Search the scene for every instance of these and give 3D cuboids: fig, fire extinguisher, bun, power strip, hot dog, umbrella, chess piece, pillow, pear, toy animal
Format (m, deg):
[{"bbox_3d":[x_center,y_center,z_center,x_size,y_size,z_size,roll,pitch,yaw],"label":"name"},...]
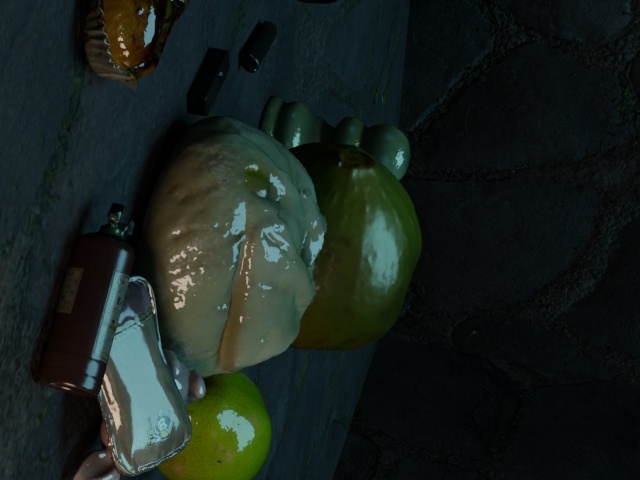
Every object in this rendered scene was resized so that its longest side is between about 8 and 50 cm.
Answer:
[{"bbox_3d":[0.007,-0.001,2.212,0.343,0.343,0.343,11,90,-80],"label":"fig"},{"bbox_3d":[-0.254,0.058,1.577,0.099,0.071,0.231,129,-25,-71],"label":"fire extinguisher"},{"bbox_3d":[-0.110,0.015,1.905,0.365,0.219,0.365,7,90,-78],"label":"bun"},{"bbox_3d":[-0.153,-0.220,1.951,0.038,0.029,0.111,89,15,-48],"label":"power strip"},{"bbox_3d":[-0.186,-0.289,1.544,0.162,0.082,0.270,82,20,-66],"label":"hot dog"},{"bbox_3d":[-0.095,-0.304,2.194,0.133,0.031,0.036,-67,166,-54],"label":"umbrella"},{"bbox_3d":[0.028,-0.154,2.404,0.144,0.251,0.144,11,90,-81],"label":"chess piece"},{"bbox_3d":[-0.222,0.162,1.666,0.131,0.038,0.232,-31,111,-45],"label":"pillow"},{"bbox_3d":[-0.163,0.258,2.013,0.219,0.187,0.187,61,36,-42],"label":"pear"},{"bbox_3d":[-0.226,0.244,1.757,0.124,0.124,0.212,81,26,-63],"label":"toy animal"}]

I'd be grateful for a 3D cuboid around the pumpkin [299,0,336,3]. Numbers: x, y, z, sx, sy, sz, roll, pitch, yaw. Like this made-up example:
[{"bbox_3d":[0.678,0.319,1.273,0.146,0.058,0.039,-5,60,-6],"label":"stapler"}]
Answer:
[{"bbox_3d":[-0.002,-0.480,2.156,0.233,0.163,0.233,10,90,-82],"label":"pumpkin"}]
